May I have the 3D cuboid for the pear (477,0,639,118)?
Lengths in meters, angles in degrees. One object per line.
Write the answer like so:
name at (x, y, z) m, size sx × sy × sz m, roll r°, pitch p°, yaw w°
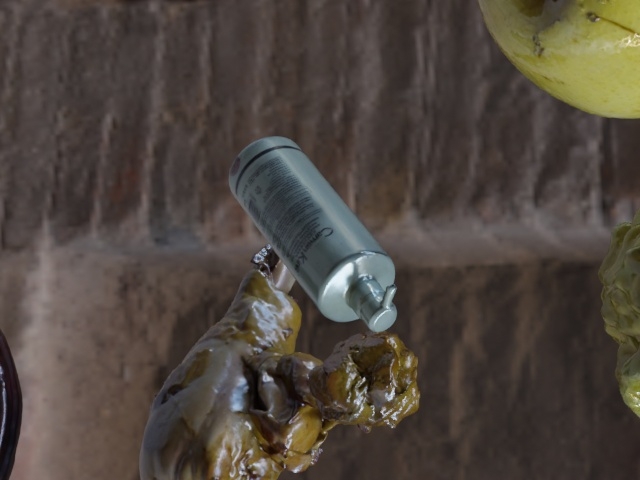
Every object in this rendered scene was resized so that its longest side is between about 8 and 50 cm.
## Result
pear at (0.325, -0.296, 1.560) m, size 0.348 × 0.348 × 0.348 m, roll 12°, pitch 77°, yaw -63°

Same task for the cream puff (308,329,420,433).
cream puff at (0.049, 0.152, 1.588) m, size 0.116 × 0.122 × 0.094 m, roll -58°, pitch -170°, yaw 35°

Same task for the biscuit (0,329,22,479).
biscuit at (-0.544, 0.201, 1.724) m, size 0.091 × 0.407 × 0.407 m, roll 110°, pitch -17°, yaw -79°

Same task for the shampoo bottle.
shampoo bottle at (0.000, 0.000, 1.479) m, size 0.262 × 0.085 × 0.085 m, roll 52°, pitch -3°, yaw 43°

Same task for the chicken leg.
chicken leg at (-0.058, 0.163, 1.863) m, size 0.182 × 0.295 × 0.409 m, roll 39°, pitch 59°, yaw -33°

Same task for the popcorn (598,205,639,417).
popcorn at (0.328, 0.041, 1.169) m, size 0.225 × 0.249 × 0.249 m, roll 4°, pitch 84°, yaw -70°
